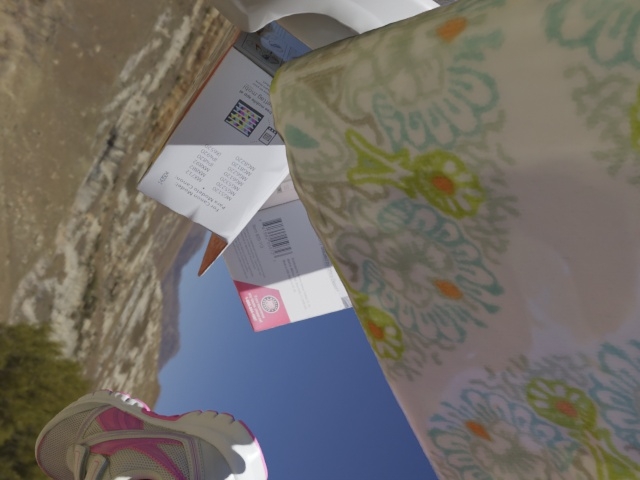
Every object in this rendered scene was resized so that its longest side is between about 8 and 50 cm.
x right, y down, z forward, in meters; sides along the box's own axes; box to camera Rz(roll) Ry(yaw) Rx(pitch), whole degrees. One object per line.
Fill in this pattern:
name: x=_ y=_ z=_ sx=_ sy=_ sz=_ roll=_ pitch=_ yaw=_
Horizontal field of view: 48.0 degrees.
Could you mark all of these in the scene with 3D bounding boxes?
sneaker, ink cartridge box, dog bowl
sneaker: x=-0.180 y=0.211 z=0.657 sx=0.252 sy=0.103 sz=0.111 roll=-5 pitch=-158 yaw=30
ink cartridge box: x=-0.105 y=-0.151 z=0.890 sx=0.272 sy=0.130 sz=0.309 roll=-48 pitch=-161 yaw=28
dog bowl: x=0.031 y=-0.236 z=0.694 sx=0.102 sy=0.348 sz=0.349 roll=-54 pitch=-165 yaw=23
ink cartridge box: x=0.000 y=0.000 z=1.110 sx=0.283 sy=0.207 sz=0.117 roll=-15 pitch=-152 yaw=5

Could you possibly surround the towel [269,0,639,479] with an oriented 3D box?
towel: x=0.149 y=0.043 z=0.400 sx=0.320 sy=0.374 sz=0.090 roll=-4 pitch=-153 yaw=46
